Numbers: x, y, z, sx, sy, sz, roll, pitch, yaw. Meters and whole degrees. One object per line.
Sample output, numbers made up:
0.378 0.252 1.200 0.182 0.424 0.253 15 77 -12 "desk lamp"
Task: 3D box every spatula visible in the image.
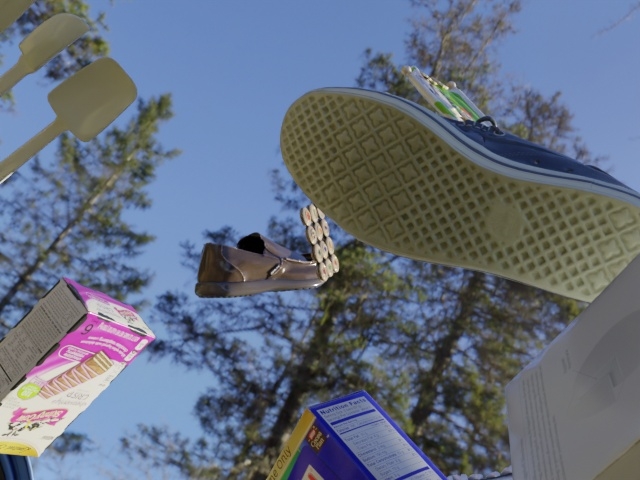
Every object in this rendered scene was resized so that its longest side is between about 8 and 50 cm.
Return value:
-0.301 -0.137 0.724 0.242 0.019 0.168 -31 -73 22 "spatula"

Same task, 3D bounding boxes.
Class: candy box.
-0.349 0.170 1.001 0.071 0.233 0.159 45 1 27 "candy box"
0.060 0.391 0.944 0.317 0.122 0.268 43 -61 35 "candy box"

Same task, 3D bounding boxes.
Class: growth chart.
0.205 -0.211 1.200 0.021 0.237 0.172 -48 -109 22 "growth chart"

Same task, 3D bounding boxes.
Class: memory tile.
0.000 0.000 1.498 0.012 0.113 0.148 -15 -85 21 "memory tile"

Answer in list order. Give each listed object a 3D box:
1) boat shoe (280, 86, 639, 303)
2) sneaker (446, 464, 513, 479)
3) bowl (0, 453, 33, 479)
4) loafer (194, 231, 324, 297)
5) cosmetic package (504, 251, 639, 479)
0.180 -0.060 0.963 0.500 0.156 0.187 21 -72 18 "boat shoe"
0.243 0.395 1.137 0.118 0.292 0.110 116 -44 -80 "sneaker"
-0.606 0.375 1.076 0.391 0.391 0.077 36 -35 -10 "bowl"
-0.110 0.046 1.650 0.134 0.366 0.130 -3 -89 37 "loafer"
0.290 0.159 0.689 0.138 0.224 0.224 35 -64 -7 "cosmetic package"
